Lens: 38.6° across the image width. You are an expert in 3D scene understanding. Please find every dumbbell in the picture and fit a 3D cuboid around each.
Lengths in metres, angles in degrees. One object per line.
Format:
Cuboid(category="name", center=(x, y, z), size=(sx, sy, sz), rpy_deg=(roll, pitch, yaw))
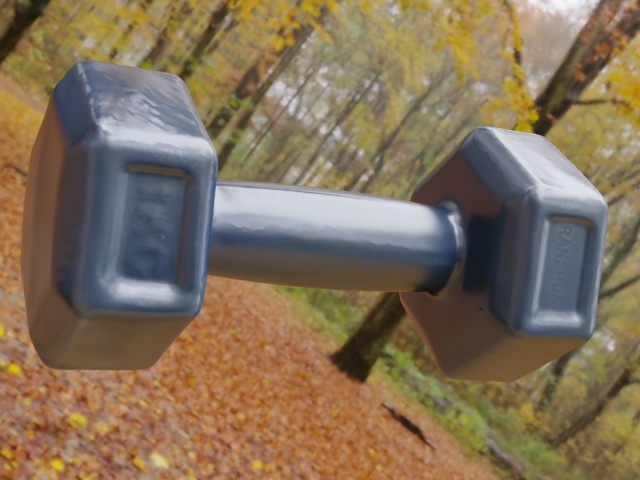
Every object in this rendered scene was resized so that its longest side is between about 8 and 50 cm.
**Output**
Cuboid(category="dumbbell", center=(0.000, 0.000, 0.516), size=(0.316, 0.143, 0.156), rpy_deg=(6, 32, -24))
